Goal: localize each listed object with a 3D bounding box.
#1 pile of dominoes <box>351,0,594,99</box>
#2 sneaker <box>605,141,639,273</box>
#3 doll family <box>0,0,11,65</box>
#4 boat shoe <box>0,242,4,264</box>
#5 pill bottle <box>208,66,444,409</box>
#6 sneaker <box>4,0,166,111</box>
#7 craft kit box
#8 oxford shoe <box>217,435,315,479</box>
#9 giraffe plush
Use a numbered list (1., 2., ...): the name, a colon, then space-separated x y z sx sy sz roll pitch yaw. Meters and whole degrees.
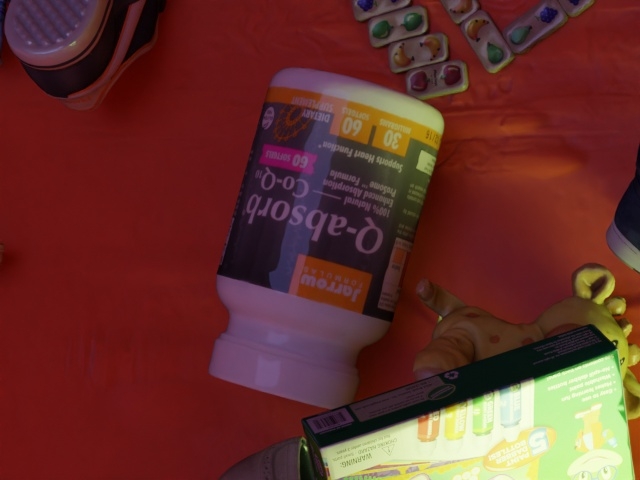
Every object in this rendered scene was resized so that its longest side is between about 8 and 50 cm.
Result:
1. pile of dominoes: 0.103 -0.260 1.726 0.196 0.040 0.251 -37 68 15
2. sneaker: 0.340 -0.012 1.510 0.226 0.086 0.163 35 132 26
3. doll family: -0.372 -0.233 1.930 0.193 0.076 0.111 6 80 21
4. boat shoe: -0.379 0.048 1.892 0.170 0.063 0.059 -21 75 30
5. pill bottle: 0.000 0.000 1.663 0.162 0.162 0.278 13 87 26
6. sneaker: -0.207 -0.272 1.838 0.126 0.127 0.321 12 62 21
7. craft kit box: 0.127 0.216 1.488 0.250 0.246 0.061 -18 29 -12
8. oxford shoe: 0.025 0.333 1.600 0.146 0.140 0.397 -37 63 1
9. giraffe plush: 0.181 0.113 1.580 0.170 0.181 0.210 -13 41 13
